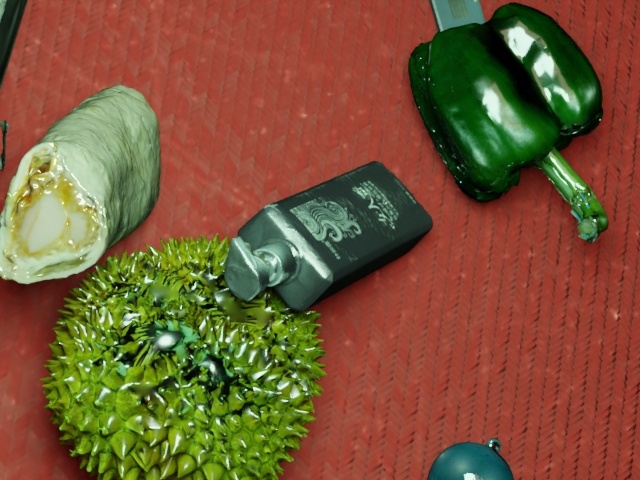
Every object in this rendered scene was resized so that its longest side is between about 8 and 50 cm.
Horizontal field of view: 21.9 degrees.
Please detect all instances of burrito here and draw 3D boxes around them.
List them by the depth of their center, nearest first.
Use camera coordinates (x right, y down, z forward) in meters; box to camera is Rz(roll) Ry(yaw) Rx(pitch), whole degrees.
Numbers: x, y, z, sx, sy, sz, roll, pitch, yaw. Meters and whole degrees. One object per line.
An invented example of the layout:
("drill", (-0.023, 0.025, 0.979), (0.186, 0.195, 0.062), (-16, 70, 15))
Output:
("burrito", (-0.220, -0.052, 1.559), (0.105, 0.299, 0.143), (6, 106, 5))

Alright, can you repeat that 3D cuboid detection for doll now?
("doll", (0.138, 0.262, 1.643), (0.114, 0.085, 0.152), (31, 85, -19))

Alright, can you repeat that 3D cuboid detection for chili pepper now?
("chili pepper", (0.202, -0.109, 1.688), (0.174, 0.165, 0.261), (-31, 92, -37))

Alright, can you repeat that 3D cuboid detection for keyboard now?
("keyboard", (0.144, -0.255, 1.782), (0.055, 0.014, 0.176), (-14, 82, -15))

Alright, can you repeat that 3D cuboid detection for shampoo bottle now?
("shampoo bottle", (0.000, 0.001, 1.575), (0.098, 0.071, 0.309), (53, 31, 6))

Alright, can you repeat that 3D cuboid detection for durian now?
("durian", (-0.127, 0.133, 1.550), (0.291, 0.224, 0.291), (20, 40, -18))

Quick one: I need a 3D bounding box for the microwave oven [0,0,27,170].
("microwave oven", (-0.447, -0.233, 1.542), (0.374, 0.236, 0.432), (15, 76, -7))
